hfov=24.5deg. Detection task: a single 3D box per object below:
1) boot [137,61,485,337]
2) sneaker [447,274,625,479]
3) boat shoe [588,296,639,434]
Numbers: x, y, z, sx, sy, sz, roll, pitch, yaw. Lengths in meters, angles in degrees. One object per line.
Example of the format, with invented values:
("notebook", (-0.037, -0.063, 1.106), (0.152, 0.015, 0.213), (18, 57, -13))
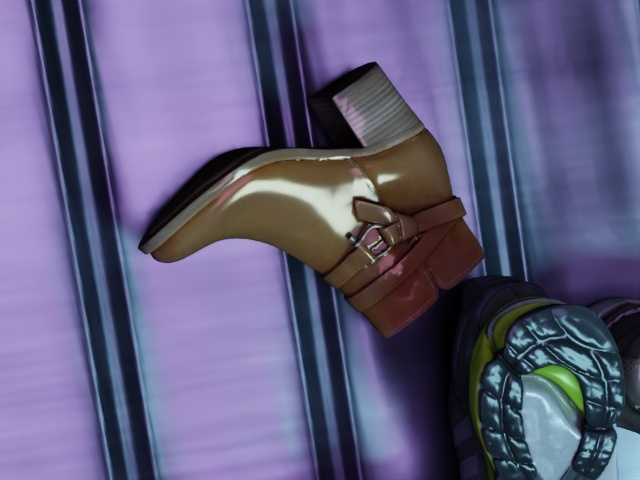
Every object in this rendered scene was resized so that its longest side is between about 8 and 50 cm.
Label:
("boot", (0.000, 0.000, 0.925), (0.197, 0.073, 0.152), (-33, 104, -6))
("sneaker", (0.137, 0.154, 0.949), (0.111, 0.121, 0.300), (-6, 115, -9))
("boat shoe", (0.327, 0.114, 0.993), (0.324, 0.097, 0.117), (16, 90, -14))
